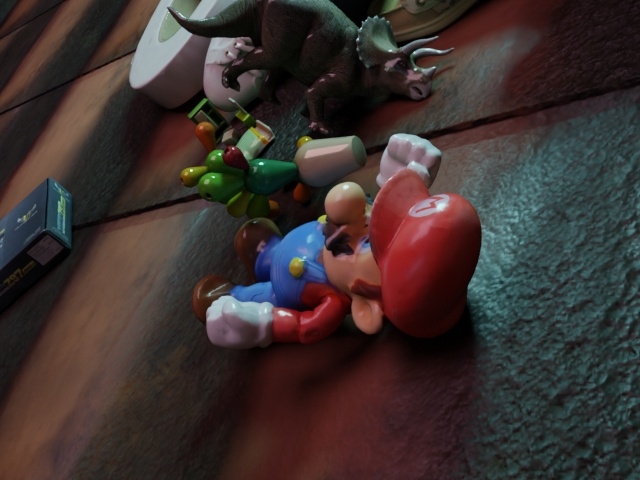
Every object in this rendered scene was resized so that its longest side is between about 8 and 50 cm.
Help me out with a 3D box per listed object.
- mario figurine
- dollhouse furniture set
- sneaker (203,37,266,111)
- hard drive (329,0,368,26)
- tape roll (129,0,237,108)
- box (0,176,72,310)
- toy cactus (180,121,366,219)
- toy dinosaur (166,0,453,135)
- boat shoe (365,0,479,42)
[{"bbox_3d":[0.000,0.000,0.779,0.320,0.170,0.198,-13,71,49],"label":"mario figurine"},{"bbox_3d":[-0.127,-0.151,1.194,0.076,0.058,0.151,-47,33,-1],"label":"dollhouse furniture set"},{"bbox_3d":[-0.076,-0.305,1.204,0.290,0.106,0.123,-57,12,12],"label":"sneaker"},{"bbox_3d":[0.049,-0.358,1.155,0.172,0.054,0.255,116,172,-46],"label":"hard drive"},{"bbox_3d":[-0.186,-0.397,1.442,0.392,0.072,0.392,-41,32,33],"label":"tape roll"},{"bbox_3d":[-0.509,0.023,1.429,0.232,0.059,0.183,-39,32,10],"label":"box"},{"bbox_3d":[-0.038,-0.082,0.934,0.180,0.219,0.112,-13,82,28],"label":"toy cactus"},{"bbox_3d":[-0.020,-0.229,1.030,0.160,0.313,0.121,-63,2,14],"label":"toy dinosaur"},{"bbox_3d":[0.162,-0.330,1.037,0.285,0.089,0.104,-23,40,32],"label":"boat shoe"}]
